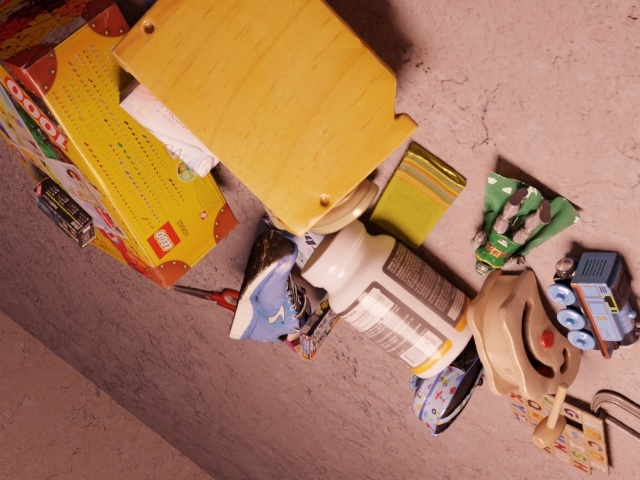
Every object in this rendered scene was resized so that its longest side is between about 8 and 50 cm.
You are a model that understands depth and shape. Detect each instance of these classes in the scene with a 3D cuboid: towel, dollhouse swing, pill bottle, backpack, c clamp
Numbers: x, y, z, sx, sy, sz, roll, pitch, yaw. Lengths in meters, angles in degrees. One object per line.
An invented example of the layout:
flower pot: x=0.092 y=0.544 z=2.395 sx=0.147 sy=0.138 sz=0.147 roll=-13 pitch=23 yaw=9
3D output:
towel: x=0.146 y=-0.061 z=1.508 sx=0.102 sy=0.021 sz=0.237 roll=37 pitch=152 yaw=5
dollhouse swing: x=-0.076 y=-0.226 z=1.369 sx=0.347 sy=0.305 sz=0.315 roll=44 pitch=108 yaw=-10
pill bottle: x=0.115 y=0.090 z=1.605 sx=0.278 sy=0.162 sz=0.162 roll=39 pitch=152 yaw=-7
backpack: x=0.220 y=0.258 z=1.730 sx=0.117 sy=0.173 sz=0.158 roll=30 pitch=151 yaw=16
c clamp: x=0.523 y=0.317 z=1.625 sx=0.161 sy=0.022 sz=0.137 roll=35 pitch=152 yaw=6

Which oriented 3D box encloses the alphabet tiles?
alphabet tiles: x=0.436 y=0.349 z=1.764 sx=0.198 sy=0.009 sz=0.237 roll=24 pitch=151 yaw=36

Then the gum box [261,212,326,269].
gum box: x=0.000 y=0.000 z=1.745 sx=0.184 sy=0.041 sz=0.157 roll=-4 pitch=131 yaw=51

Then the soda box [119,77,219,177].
soda box: x=-0.235 y=-0.186 z=1.533 sx=0.183 sy=0.063 sz=0.058 roll=42 pitch=-169 yaw=-25

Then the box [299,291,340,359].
box: x=0.006 y=0.155 z=1.863 sx=0.027 sy=0.137 sz=0.094 roll=27 pitch=151 yaw=17

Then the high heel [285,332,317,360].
high heel: x=-0.079 y=0.139 z=2.033 sx=0.244 sy=0.082 sz=0.117 roll=57 pitch=177 yaw=-21

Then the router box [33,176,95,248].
router box: x=-0.471 y=-0.049 z=1.766 sx=0.122 sy=0.038 sz=0.092 roll=43 pitch=160 yaw=7

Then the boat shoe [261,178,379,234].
boat shoe: x=-0.017 y=-0.073 z=1.591 sx=0.089 sy=0.104 sz=0.285 roll=48 pitch=151 yaw=-24

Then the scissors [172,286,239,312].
scissors: x=-0.253 y=0.127 z=2.251 sx=0.297 sy=0.021 sz=0.109 roll=21 pitch=150 yaw=31

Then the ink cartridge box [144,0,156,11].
ink cartridge box: x=-0.159 y=-0.260 z=1.531 sx=0.311 sy=0.065 sz=0.185 roll=26 pitch=149 yaw=25

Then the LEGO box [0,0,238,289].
LEGO box: x=-0.415 y=-0.196 z=1.720 sx=0.372 sy=0.193 sz=0.500 roll=24 pitch=150 yaw=44

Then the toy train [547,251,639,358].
toy train: x=0.401 y=0.095 z=1.386 sx=0.105 sy=0.080 sz=0.184 roll=1 pitch=135 yaw=40

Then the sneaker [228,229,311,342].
sneaker: x=-0.079 y=0.096 z=1.839 sx=0.147 sy=0.129 sz=0.330 roll=14 pitch=146 yaw=-5

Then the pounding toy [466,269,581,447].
pounding toy: x=0.355 y=0.174 z=1.499 sx=0.155 sy=0.154 sz=0.269 roll=-2 pitch=113 yaw=50

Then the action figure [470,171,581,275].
action figure: x=0.273 y=-0.005 z=1.409 sx=0.137 sy=0.063 sz=0.232 roll=31 pitch=155 yaw=6
